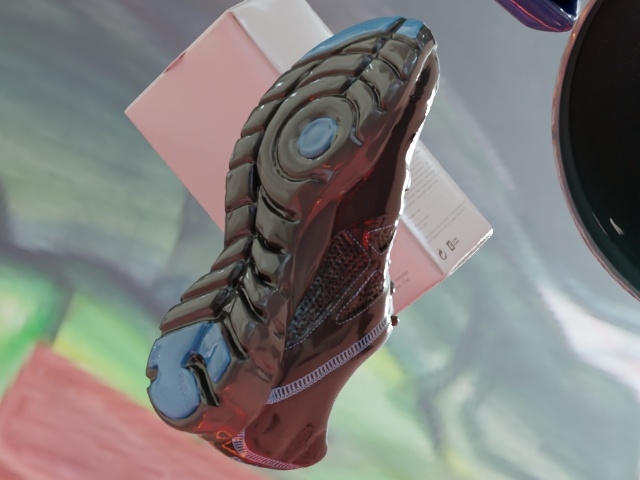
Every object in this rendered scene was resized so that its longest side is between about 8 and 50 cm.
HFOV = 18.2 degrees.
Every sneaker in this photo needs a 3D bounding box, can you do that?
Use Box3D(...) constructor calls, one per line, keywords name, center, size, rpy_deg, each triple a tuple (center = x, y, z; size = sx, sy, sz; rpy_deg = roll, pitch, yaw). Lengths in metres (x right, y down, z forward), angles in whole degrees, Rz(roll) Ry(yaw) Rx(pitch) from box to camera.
Box3D(name="sneaker", center=(0.000, 0.000, 1.422), size=(0.125, 0.140, 0.341), rpy_deg=(15, -107, 48))

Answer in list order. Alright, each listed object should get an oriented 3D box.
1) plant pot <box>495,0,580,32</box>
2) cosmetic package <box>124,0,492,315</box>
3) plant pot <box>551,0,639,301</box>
Box3D(name="plant pot", center=(0.180, -0.317, 1.566), size=(0.212, 0.236, 0.236), rpy_deg=(-43, -161, 28))
Box3D(name="cosmetic package", center=(-0.013, -0.077, 2.186), size=(0.197, 0.365, 0.155), rpy_deg=(-37, 180, 34))
Box3D(name="plant pot", center=(0.305, -0.095, 1.326), size=(0.196, 0.293, 0.293), rpy_deg=(-56, 171, -73))
